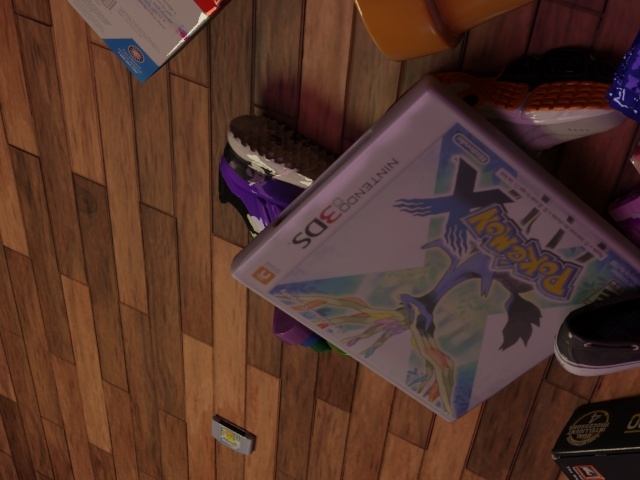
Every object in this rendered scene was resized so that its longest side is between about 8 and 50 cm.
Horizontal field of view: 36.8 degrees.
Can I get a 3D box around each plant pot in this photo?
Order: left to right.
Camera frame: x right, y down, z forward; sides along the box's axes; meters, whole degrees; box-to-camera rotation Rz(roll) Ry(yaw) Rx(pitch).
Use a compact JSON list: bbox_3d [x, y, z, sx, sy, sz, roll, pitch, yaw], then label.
[{"bbox_3d":[0.132,-0.268,0.800,0.187,0.205,0.205,-8,122,22],"label":"plant pot"}]

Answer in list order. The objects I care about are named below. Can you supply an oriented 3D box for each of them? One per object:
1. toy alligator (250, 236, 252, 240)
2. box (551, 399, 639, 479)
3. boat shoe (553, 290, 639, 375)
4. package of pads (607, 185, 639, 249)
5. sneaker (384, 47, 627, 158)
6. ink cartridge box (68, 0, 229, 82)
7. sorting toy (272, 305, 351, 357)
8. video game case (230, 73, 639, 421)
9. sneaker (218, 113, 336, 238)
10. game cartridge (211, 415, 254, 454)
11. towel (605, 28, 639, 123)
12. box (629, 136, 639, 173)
[{"bbox_3d":[0.000,0.000,1.233,0.189,0.056,0.051,0,170,28],"label":"toy alligator"},{"bbox_3d":[0.506,0.345,1.109,0.395,0.097,0.318,51,144,-13],"label":"box"},{"bbox_3d":[0.344,0.074,0.949,0.228,0.080,0.076,-10,145,3],"label":"boat shoe"},{"bbox_3d":[0.338,-0.015,0.982,0.083,0.032,0.050,48,137,-9],"label":"package of pads"},{"bbox_3d":[0.197,-0.111,0.966,0.262,0.099,0.121,2,135,44],"label":"sneaker"},{"bbox_3d":[-0.171,-0.293,1.070,0.134,0.078,0.231,49,138,-11],"label":"ink cartridge box"},{"bbox_3d":[0.107,0.115,1.230,0.365,0.127,0.126,-7,144,37],"label":"sorting toy"},{"bbox_3d":[0.125,0.030,0.990,0.329,0.036,0.300,35,122,-21],"label":"video game case"},{"bbox_3d":[-0.006,-0.019,1.161,0.293,0.102,0.146,37,126,15],"label":"sneaker"},{"bbox_3d":[-0.153,0.339,1.664,0.083,0.017,0.056,25,140,16],"label":"game cartridge"},{"bbox_3d":[0.382,-0.118,0.667,0.308,0.076,0.228,29,128,10],"label":"towel"},{"bbox_3d":[0.407,-0.026,0.853,0.128,0.123,0.257,-25,108,44],"label":"box"}]
